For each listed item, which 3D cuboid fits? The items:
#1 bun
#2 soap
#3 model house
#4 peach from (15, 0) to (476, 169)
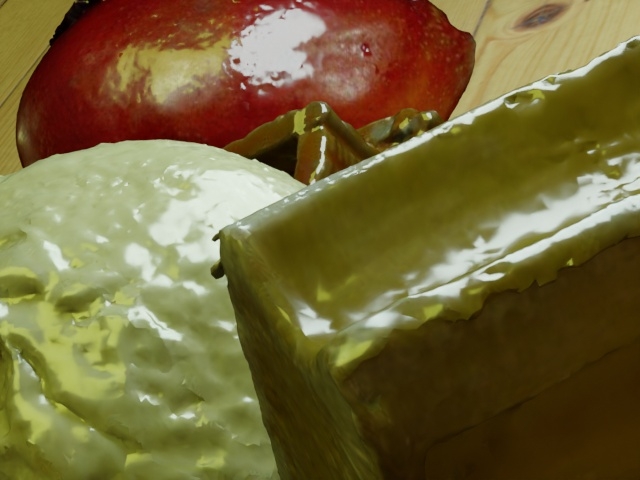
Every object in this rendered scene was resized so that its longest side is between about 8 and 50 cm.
[{"bbox_3d":[-0.113,0.115,1.025,0.352,0.227,0.349,42,103,30],"label":"bun"},{"bbox_3d":[0.157,0.073,0.860,0.338,0.304,0.169,-25,38,-14],"label":"soap"},{"bbox_3d":[-0.001,0.001,1.284,0.229,0.199,0.219,-45,33,-3],"label":"model house"},{"bbox_3d":[-0.056,-0.062,1.490,0.361,0.258,0.201,-9,54,12],"label":"peach"}]
